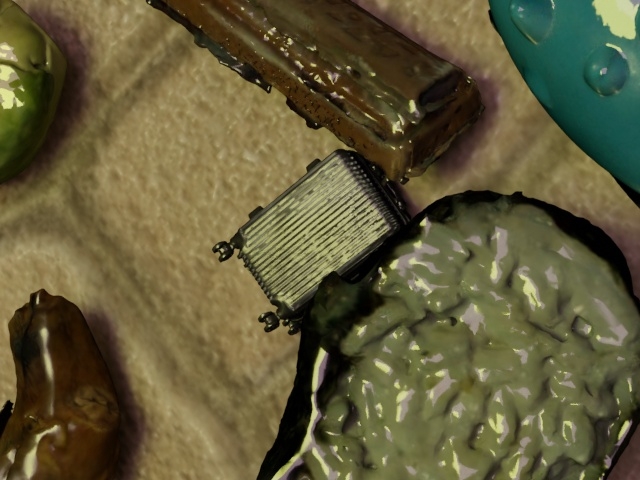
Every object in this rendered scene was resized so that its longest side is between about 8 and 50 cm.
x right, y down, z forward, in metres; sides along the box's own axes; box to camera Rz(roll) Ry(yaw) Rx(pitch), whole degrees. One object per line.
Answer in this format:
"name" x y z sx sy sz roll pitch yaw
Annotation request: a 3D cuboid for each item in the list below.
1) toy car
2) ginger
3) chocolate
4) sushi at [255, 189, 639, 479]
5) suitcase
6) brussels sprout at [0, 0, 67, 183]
"toy car" 0.208 -0.137 0.939 0.188 0.190 0.255 -40 73 16
"ginger" -0.233 0.196 1.130 0.309 0.107 0.133 -54 46 9
"chocolate" -0.033 -0.163 1.087 0.329 0.065 0.102 38 61 22
"sushi" 0.067 0.132 0.975 0.211 0.171 0.350 24 90 2
"suitcase" 0.000 0.000 1.079 0.126 0.059 0.086 -39 73 13
"brussels sprout" -0.268 -0.113 1.171 0.155 0.117 0.155 0 86 0
